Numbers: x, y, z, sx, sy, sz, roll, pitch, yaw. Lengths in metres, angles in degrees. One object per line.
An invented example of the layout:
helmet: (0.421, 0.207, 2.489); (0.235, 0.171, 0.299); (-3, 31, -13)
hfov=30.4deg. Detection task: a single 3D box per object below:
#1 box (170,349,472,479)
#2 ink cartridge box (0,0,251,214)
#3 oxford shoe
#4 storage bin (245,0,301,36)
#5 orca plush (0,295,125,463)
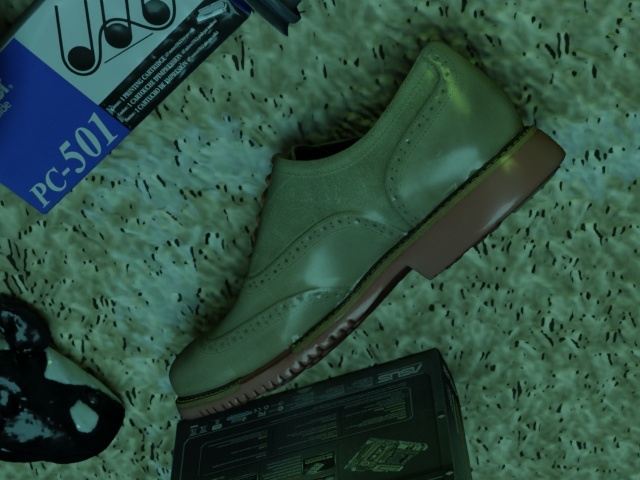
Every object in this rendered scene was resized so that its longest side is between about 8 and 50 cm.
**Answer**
box: (-0.002, 0.189, 0.890); (0.231, 0.183, 0.056); (-18, 124, 11)
ink cartridge box: (-0.147, -0.116, 0.754); (0.207, 0.046, 0.097); (-39, 116, 24)
oxford shoe: (0.000, 0.000, 0.820); (0.348, 0.123, 0.130); (-39, 91, 25)
storage bin: (-0.037, -0.199, 0.674); (0.091, 0.098, 0.135); (-43, 116, 14)
orca plush: (-0.284, 0.109, 0.877); (0.151, 0.102, 0.287); (-39, 117, 23)
